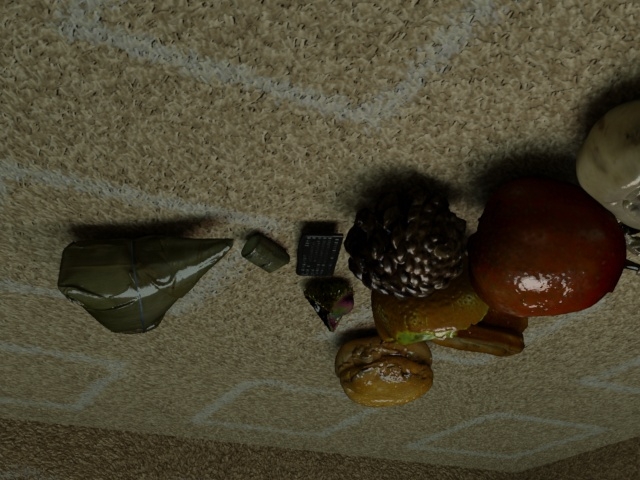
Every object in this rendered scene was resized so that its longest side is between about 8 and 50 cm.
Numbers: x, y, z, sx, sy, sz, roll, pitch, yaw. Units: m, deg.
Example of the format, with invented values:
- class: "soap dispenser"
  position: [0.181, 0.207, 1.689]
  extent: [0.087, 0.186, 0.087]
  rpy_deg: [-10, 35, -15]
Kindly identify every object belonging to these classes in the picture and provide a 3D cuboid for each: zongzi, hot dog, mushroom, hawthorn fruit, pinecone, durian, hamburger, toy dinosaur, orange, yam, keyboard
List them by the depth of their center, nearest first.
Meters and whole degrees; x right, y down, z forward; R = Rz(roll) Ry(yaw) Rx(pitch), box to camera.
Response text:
- class: "mushroom"
  position: [0.607, -0.080, 1.475]
  extent: [0.314, 0.336, 0.314]
  rpy_deg: [7, 154, 3]
- class: "hawthorn fruit"
  position: [0.471, 0.023, 1.685]
  extent: [0.369, 0.285, 0.285]
  rpy_deg: [9, 153, 5]
- class: "pinecone"
  position: [0.162, 0.012, 1.747]
  extent: [0.257, 0.243, 0.243]
  rpy_deg: [-12, 151, 29]
- class: "toy dinosaur"
  position: [0.586, -0.003, 1.863]
  extent: [0.200, 0.072, 0.251]
  rpy_deg: [38, 142, -29]
- class: "keyboard"
  position: [0.000, 0.012, 1.936]
  extent: [0.103, 0.041, 0.381]
  rpy_deg: [0, 153, -4]
- class: "yam"
  position: [-0.123, 0.036, 1.947]
  extent: [0.069, 0.070, 0.146]
  rpy_deg: [-17, 148, 28]
- class: "orange"
  position: [0.246, 0.118, 1.953]
  extent: [0.262, 0.196, 0.334]
  rpy_deg: [-14, 180, -5]
- class: "zongzi"
  position: [-0.356, 0.100, 1.967]
  extent: [0.393, 0.174, 0.356]
  rpy_deg: [-10, 157, 3]
- class: "durian"
  position: [0.030, 0.145, 2.168]
  extent: [0.108, 0.119, 0.187]
  rpy_deg: [-38, 158, -11]
- class: "hot dog"
  position: [0.403, 0.216, 2.243]
  extent: [0.348, 0.158, 0.117]
  rpy_deg: [14, 168, -34]
- class: "hamburger"
  position: [0.186, 0.374, 2.510]
  extent: [0.289, 0.170, 0.314]
  rpy_deg: [-5, 152, 0]

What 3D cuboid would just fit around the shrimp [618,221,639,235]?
- class: "shrimp"
  position: [0.779, -0.070, 1.810]
  extent: [0.169, 0.058, 0.296]
  rpy_deg: [19, 143, -39]
